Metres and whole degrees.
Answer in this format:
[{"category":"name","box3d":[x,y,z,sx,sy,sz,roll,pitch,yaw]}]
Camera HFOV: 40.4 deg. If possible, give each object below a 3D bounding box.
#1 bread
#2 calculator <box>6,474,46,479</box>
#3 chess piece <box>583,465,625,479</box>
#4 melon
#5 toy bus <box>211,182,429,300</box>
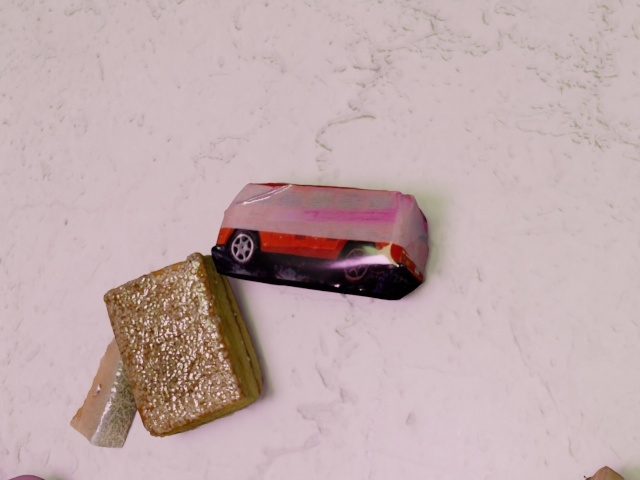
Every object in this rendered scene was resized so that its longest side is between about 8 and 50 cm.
[{"category":"bread","box3d":[-0.198,0.154,1.280,0.184,0.110,0.234,-25,75,20]},{"category":"calculator","box3d":[-0.422,0.474,1.244,0.043,0.194,0.294,-40,73,46]},{"category":"chess piece","box3d":[0.406,0.396,0.975,0.301,0.137,0.137,37,94,13]},{"category":"melon","box3d":[-0.324,0.227,1.363,0.098,0.054,0.182,23,87,41]},{"category":"toy bus","box3d":[0.000,0.000,1.226,0.303,0.127,0.147,7,76,26]}]
